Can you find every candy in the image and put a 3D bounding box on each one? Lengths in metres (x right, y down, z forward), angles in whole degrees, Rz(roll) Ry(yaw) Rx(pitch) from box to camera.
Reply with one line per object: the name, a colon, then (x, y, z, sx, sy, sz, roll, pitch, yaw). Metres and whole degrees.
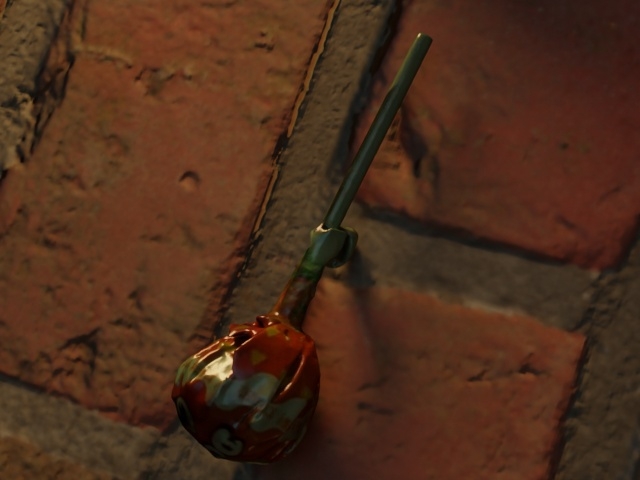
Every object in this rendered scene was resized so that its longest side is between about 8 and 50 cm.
candy: (-0.001, 0.000, 0.913, 0.084, 0.078, 0.287, 24, 81, 7)
